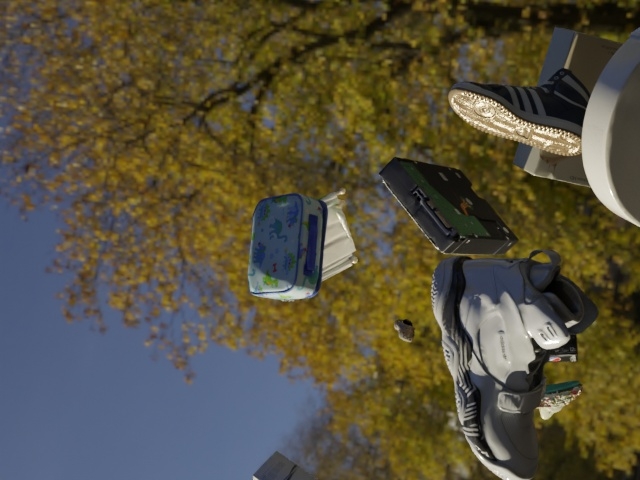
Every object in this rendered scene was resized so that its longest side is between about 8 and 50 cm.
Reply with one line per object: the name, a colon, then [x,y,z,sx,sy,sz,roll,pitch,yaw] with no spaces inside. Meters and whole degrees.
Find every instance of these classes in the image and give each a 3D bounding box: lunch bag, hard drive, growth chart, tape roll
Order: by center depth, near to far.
tape roll: [0.629,-0.202,1.742,0.072,0.392,0.391,-136,42,-60]
lunch bag: [-0.066,0.016,2.106,0.090,0.176,0.218,13,-104,-39]
hard drive: [0.291,-0.071,2.256,0.064,0.237,0.339,-46,-23,22]
growth chart: [0.000,0.000,2.386,0.021,0.172,0.237,-120,13,-53]

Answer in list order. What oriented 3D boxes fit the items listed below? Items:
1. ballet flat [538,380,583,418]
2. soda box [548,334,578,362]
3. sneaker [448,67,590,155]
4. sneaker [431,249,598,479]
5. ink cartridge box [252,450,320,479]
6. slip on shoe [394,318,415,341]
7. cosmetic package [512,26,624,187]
ballet flat: [0.475,0.369,2.278,0.091,0.241,0.077,-20,-81,-71]
soda box: [0.538,0.262,2.457,0.053,0.169,0.060,59,-149,-58]
sneaker: [0.399,-0.280,1.990,0.099,0.282,0.153,110,-179,-62]
sneaker: [0.308,0.186,1.511,0.137,0.210,0.365,-20,-85,-51]
ink cartridge box: [-0.024,0.382,1.489,0.056,0.135,0.099,-45,-50,-20]
slip on shoe: [0.222,0.223,2.620,0.135,0.052,0.041,-78,9,-79]
cosmetic package: [0.543,-0.283,2.160,0.113,0.160,0.309,-131,52,-67]
